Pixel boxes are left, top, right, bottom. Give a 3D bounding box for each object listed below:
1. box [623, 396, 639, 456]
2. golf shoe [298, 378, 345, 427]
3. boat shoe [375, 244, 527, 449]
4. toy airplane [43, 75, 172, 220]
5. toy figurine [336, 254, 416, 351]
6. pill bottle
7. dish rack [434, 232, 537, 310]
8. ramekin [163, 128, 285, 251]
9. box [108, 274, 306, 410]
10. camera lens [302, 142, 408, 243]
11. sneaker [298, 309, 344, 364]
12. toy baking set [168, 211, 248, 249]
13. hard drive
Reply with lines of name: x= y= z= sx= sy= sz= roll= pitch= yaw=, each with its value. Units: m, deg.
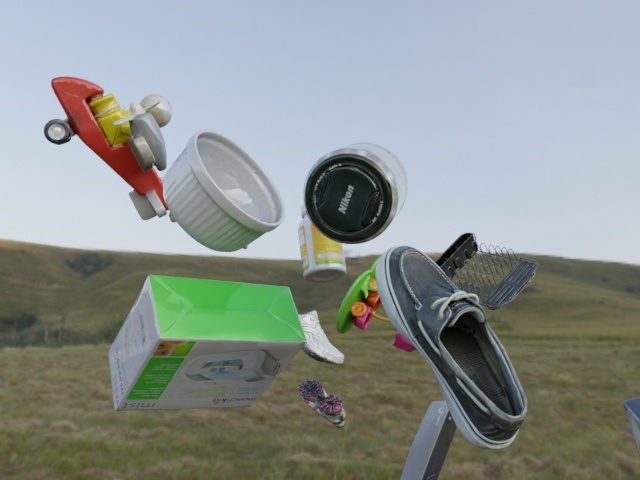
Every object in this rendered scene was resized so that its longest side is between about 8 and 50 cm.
box: x=0.831 y=0.517 z=1.358 sx=0.183 sy=0.296 sz=0.294 roll=-18 pitch=3 yaw=11
golf shoe: x=0.000 y=0.449 z=1.708 sx=0.068 sy=0.086 sz=0.186 roll=-27 pitch=30 yaw=-24
boat shoe: x=0.196 y=0.125 z=0.894 sx=0.121 sy=0.335 sz=0.119 roll=-16 pitch=-31 yaw=-25
toy airplane: x=-0.461 y=-0.241 z=1.571 sx=0.386 sy=0.272 sz=0.384 roll=37 pitch=-9 yaw=25
toy figurine: x=0.141 y=0.127 z=1.122 sx=0.159 sy=0.173 sz=0.130 roll=26 pitch=-26 yaw=23
pill bottle: x=0.000 y=0.000 z=1.993 sx=0.136 sy=0.245 sz=0.136 roll=-6 pitch=-22 yaw=-3
dish rack: x=0.438 y=0.085 z=1.694 sx=0.272 sy=0.208 sz=0.074 roll=17 pitch=-35 yaw=55
ramekin: x=-0.170 y=-0.077 z=1.062 sx=0.109 sy=0.207 sz=0.207 roll=-38 pitch=-31 yaw=21
box: x=-0.200 y=0.181 z=1.071 sx=0.262 sy=0.126 sz=0.231 roll=9 pitch=-46 yaw=-34
camera lens: x=0.091 y=-0.120 z=1.491 sx=0.220 sy=0.219 sz=0.274 roll=0 pitch=13 yaw=15
sneaker: x=-0.022 y=0.253 z=1.706 sx=0.232 sy=0.115 sz=0.090 roll=34 pitch=-21 yaw=-8
toy baking set: x=-0.270 y=-0.035 z=1.490 sx=0.197 sy=0.030 sz=0.256 roll=28 pitch=10 yaw=-18
hard drive: x=0.249 y=0.481 z=1.412 sx=0.054 sy=0.254 sz=0.172 roll=21 pitch=-1 yaw=28
